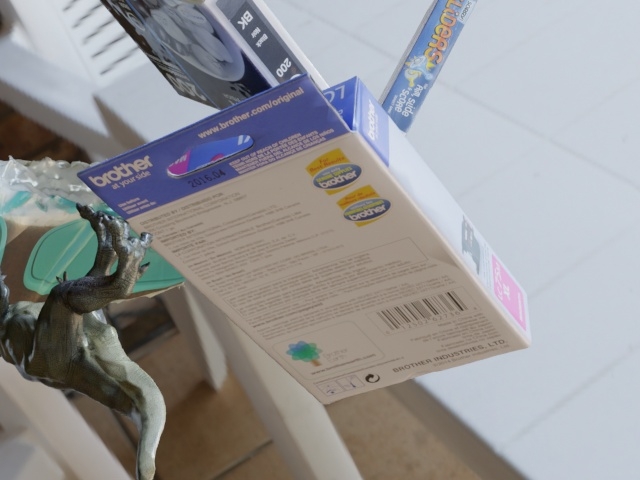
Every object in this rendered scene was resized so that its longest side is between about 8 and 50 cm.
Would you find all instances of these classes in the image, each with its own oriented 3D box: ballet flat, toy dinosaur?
[{"bbox_3d":[-0.257,-0.006,0.891,0.147,0.146,0.409,10,7,38],"label":"ballet flat"},{"bbox_3d":[-0.139,0.042,0.693,0.268,0.064,0.118,19,86,49],"label":"toy dinosaur"}]

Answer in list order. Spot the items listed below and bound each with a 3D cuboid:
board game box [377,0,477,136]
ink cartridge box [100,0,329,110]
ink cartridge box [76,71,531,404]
[{"bbox_3d":[0.092,-0.163,1.171,0.201,0.035,0.136,-62,3,-14],"label":"board game box"},{"bbox_3d":[-0.071,-0.135,0.902,0.045,0.208,0.206,-51,39,-10],"label":"ink cartridge box"},{"bbox_3d":[0.000,0.000,0.838,0.186,0.311,0.065,-19,47,26],"label":"ink cartridge box"}]
